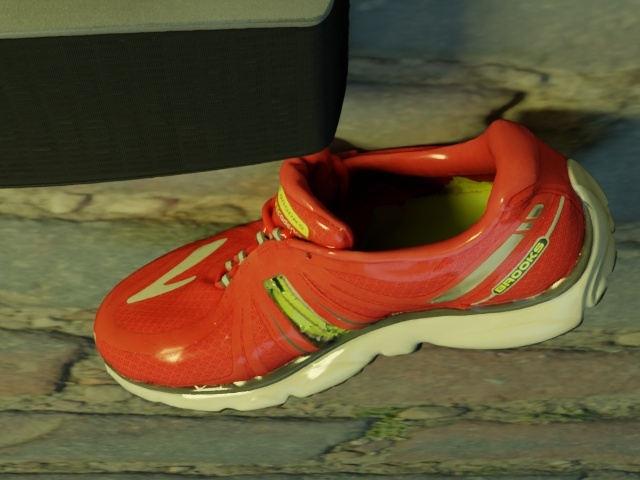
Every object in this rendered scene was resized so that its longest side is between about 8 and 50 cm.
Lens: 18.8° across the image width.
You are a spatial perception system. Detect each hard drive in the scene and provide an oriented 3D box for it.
[{"bbox_3d":[-0.114,-0.070,0.726,0.255,0.054,0.172,-3,161,-1],"label":"hard drive"}]

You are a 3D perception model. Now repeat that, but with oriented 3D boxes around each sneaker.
[{"bbox_3d":[0.000,0.000,0.932,0.279,0.107,0.118,-16,139,24],"label":"sneaker"}]
